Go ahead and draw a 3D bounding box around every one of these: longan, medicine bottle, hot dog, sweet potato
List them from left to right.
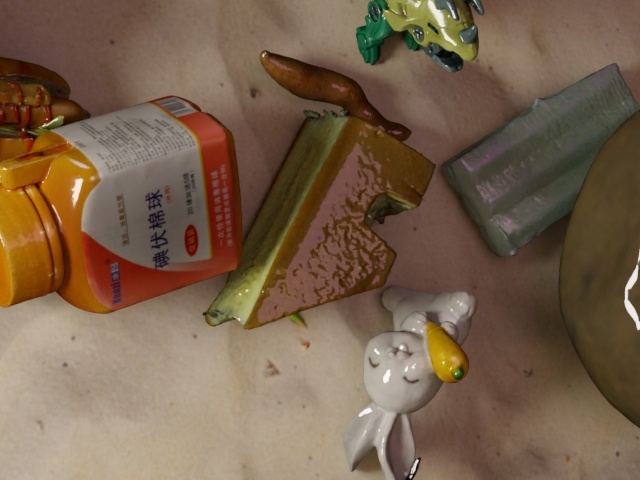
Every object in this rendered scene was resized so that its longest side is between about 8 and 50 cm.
[{"bbox_3d":[-0.315,-0.111,1.516,0.250,0.076,0.104,2,82,-24],"label":"hot dog"},{"bbox_3d":[-0.186,-0.023,1.525,0.222,0.112,0.149,-20,123,-27],"label":"medicine bottle"},{"bbox_3d":[0.013,-0.143,1.703,0.179,0.044,0.044,26,73,-29],"label":"sweet potato"},{"bbox_3d":[0.375,0.028,1.731,0.288,0.288,0.350,-4,94,-27],"label":"longan"}]

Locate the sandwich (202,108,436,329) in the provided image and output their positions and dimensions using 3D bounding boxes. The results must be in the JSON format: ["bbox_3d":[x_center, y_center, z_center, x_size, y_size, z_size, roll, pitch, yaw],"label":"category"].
[{"bbox_3d":[0.000,0.000,1.637,0.128,0.122,0.235,32,73,-16],"label":"sandwich"}]

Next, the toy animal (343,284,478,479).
[{"bbox_3d":[0.091,0.135,1.661,0.181,0.131,0.127,-60,146,-34],"label":"toy animal"}]

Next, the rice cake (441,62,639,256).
[{"bbox_3d":[0.238,-0.085,1.807,0.237,0.043,0.127,-33,98,-26],"label":"rice cake"}]

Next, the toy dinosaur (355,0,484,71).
[{"bbox_3d":[0.075,-0.275,1.698,0.094,0.153,0.259,-18,83,-29],"label":"toy dinosaur"}]
